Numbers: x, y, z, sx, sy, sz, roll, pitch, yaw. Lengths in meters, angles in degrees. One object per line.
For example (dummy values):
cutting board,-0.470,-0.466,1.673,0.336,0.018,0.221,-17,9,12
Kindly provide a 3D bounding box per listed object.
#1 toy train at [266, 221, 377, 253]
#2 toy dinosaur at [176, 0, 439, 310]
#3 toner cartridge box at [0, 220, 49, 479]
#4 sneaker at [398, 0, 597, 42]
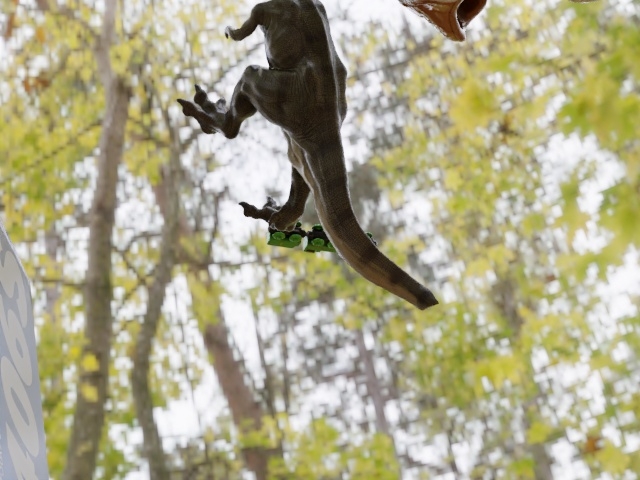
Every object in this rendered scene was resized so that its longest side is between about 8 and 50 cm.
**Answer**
toy train,0.000,0.000,1.032,0.083,0.017,0.024,9,-31,-15
toy dinosaur,-0.017,-0.067,0.821,0.064,0.268,0.118,-2,-21,-41
toner cartridge box,-0.163,0.096,0.560,0.075,0.348,0.165,-17,-43,0
sneaker,0.126,-0.181,0.590,0.123,0.106,0.290,44,-41,-14
